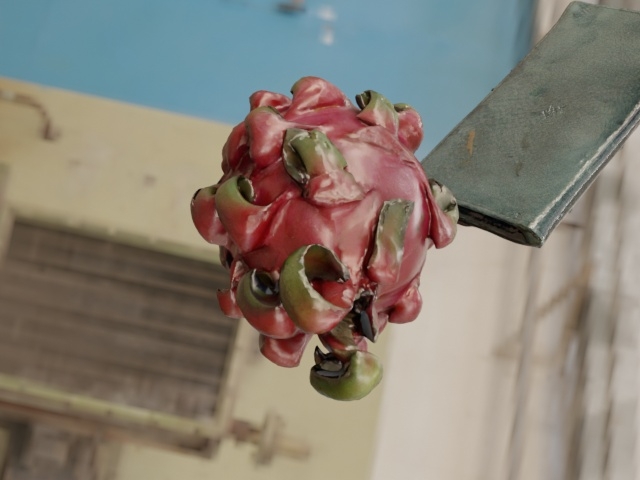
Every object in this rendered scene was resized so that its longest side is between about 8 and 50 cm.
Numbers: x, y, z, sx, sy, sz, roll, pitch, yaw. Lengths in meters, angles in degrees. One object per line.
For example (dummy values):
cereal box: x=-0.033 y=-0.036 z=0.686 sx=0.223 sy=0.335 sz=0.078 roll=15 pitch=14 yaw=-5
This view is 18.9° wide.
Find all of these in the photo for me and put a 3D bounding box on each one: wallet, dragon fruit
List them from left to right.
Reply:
dragon fruit: x=-0.007 y=-0.003 z=1.479 sx=0.273 sy=0.198 sz=0.218 roll=-57 pitch=144 yaw=-48
wallet: x=0.267 y=-0.140 z=2.152 sx=0.379 sy=0.191 sz=0.046 roll=-47 pitch=140 yaw=-31
